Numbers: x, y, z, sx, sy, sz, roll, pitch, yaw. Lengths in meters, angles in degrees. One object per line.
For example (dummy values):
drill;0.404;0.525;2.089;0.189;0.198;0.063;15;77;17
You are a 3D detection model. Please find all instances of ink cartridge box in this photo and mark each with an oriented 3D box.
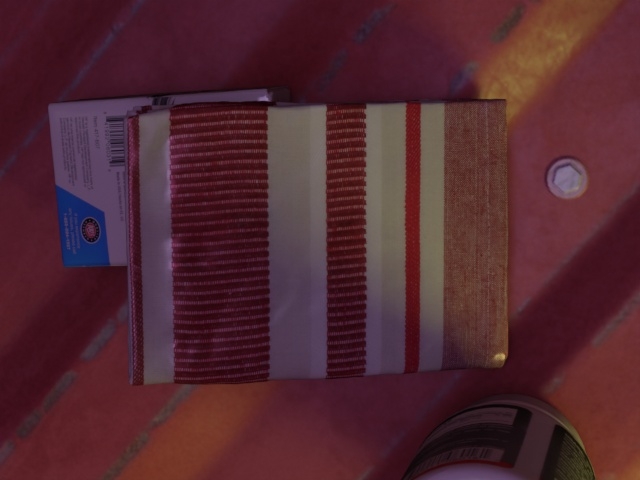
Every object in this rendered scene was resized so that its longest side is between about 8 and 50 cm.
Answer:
ink cartridge box;-0.126;-0.057;1.350;0.203;0.086;0.148;-2;97;12

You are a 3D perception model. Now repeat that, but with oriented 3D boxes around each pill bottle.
pill bottle;0.140;0.222;1.221;0.161;0.283;0.161;2;98;13

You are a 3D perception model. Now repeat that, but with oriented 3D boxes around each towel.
towel;0.000;0.000;1.285;0.329;0.037;0.237;-2;98;-12
